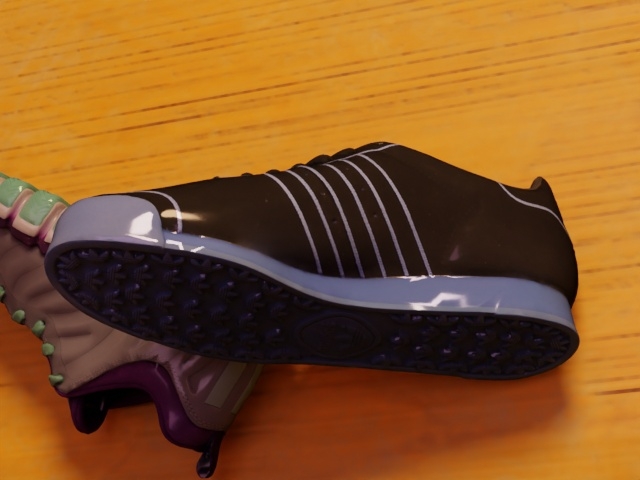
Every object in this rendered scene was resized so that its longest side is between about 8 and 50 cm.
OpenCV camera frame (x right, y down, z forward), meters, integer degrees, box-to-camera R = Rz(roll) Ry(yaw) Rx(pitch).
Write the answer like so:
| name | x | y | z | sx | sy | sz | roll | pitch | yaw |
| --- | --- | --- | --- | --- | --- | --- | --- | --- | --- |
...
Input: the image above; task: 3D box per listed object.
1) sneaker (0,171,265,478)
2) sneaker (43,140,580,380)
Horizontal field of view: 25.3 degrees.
| name | x | y | z | sx | sy | sz | roll | pitch | yaw |
| --- | --- | --- | --- | --- | --- | --- | --- | --- | --- |
| sneaker | -0.128 | 0.033 | 0.691 | 0.223 | 0.083 | 0.098 | 20 | 80 | 26 |
| sneaker | 0.000 | 0.000 | 0.621 | 0.232 | 0.081 | 0.090 | 10 | 54 | -13 |
